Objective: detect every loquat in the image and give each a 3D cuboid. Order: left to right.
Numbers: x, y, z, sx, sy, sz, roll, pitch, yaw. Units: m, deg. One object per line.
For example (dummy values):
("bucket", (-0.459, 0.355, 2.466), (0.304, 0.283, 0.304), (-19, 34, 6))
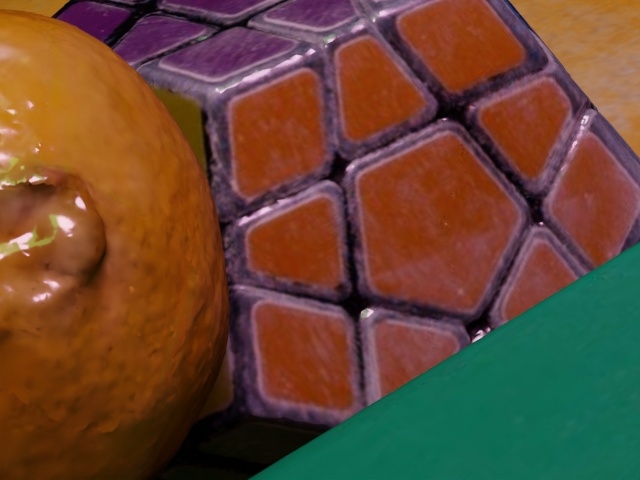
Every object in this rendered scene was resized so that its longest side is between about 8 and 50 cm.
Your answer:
("loquat", (-0.123, 0.021, 0.572), (0.234, 0.176, 0.187), (-34, 30, 59))

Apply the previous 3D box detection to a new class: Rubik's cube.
("Rubik's cube", (0.000, 0.000, 0.753), (0.264, 0.319, 0.319), (-40, 29, 10))

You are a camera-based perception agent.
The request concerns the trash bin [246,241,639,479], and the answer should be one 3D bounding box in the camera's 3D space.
("trash bin", (0.097, 0.135, 0.486), (0.381, 0.295, 0.259), (-26, 31, -6))
